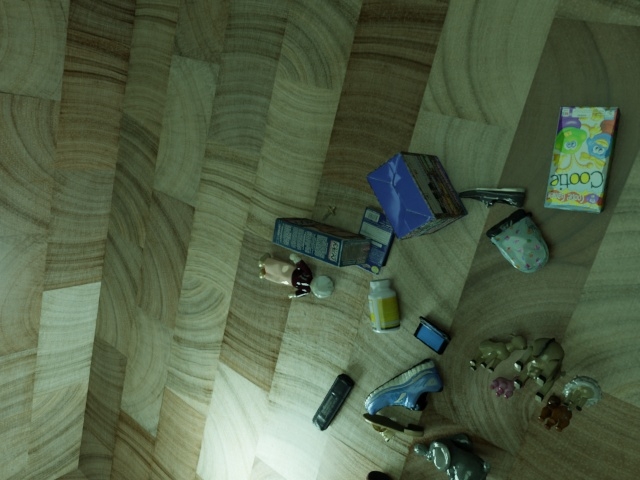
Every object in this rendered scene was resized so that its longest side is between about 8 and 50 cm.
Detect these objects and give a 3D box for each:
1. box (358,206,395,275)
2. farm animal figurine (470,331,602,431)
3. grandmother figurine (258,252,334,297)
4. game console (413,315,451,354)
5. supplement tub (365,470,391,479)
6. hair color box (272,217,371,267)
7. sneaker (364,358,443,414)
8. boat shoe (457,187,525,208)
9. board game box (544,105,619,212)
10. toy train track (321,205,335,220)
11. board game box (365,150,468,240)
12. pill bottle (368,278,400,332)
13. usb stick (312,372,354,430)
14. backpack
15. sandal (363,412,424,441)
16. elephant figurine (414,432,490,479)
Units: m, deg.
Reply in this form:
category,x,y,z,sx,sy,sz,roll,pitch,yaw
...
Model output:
category,x,y,z,sx,sy,sz,roll,pitch,yaw
box,0.199,0.003,1.808,0.136,0.036,0.226,26,109,30
farm animal figurine,0.642,0.382,1.462,0.330,0.172,0.327,39,156,25
grandmother figurine,-0.097,0.146,1.995,0.342,0.104,0.208,19,133,28
game console,0.385,0.332,1.700,0.122,0.107,0.071,34,84,26
supplement tub,0.203,0.997,1.870,0.106,0.106,0.198,23,107,30
hair color box,0.000,0.000,1.836,0.347,0.173,0.105,19,105,39
sneaker,0.296,0.560,1.747,0.330,0.129,0.147,-40,71,30
boat shoe,0.537,-0.133,1.543,0.205,0.075,0.065,3,93,29
board game box,0.732,-0.224,1.359,0.141,0.144,0.276,11,102,32
toy train track,0.032,-0.107,1.925,0.048,0.014,0.083,53,126,10
board game box,0.314,-0.144,1.560,0.141,0.290,0.232,-33,76,33
pill bottle,0.229,0.235,1.773,0.103,0.103,0.184,-7,91,34
usb stick,0.049,0.658,1.976,0.077,0.045,0.278,35,113,19
backpack,0.609,0.012,1.486,0.152,0.115,0.182,-39,76,28
sandal,0.263,0.714,1.810,0.239,0.088,0.079,4,92,29
elephant figurine,0.441,0.738,1.664,0.186,0.169,0.239,-42,52,0
